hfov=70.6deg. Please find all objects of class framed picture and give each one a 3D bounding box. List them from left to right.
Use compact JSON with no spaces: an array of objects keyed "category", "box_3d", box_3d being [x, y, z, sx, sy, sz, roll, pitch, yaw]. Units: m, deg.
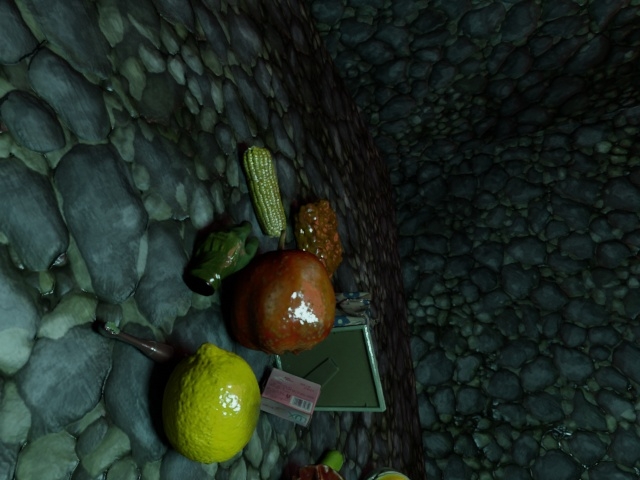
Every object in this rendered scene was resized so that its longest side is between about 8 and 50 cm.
[{"category":"framed picture","box_3d":[0.012,0.360,1.262,0.020,0.324,0.240,-14,91,-59]}]

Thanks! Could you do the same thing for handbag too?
[{"category":"handbag","box_3d":[0.110,0.311,1.740,0.251,0.193,0.190,-56,134,-63]}]

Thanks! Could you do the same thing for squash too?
[{"category":"squash","box_3d":[0.021,0.730,1.440,0.201,0.066,0.066,-3,82,-70]}]

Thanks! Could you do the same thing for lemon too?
[{"category":"lemon","box_3d":[-0.210,0.318,0.876,0.188,0.188,0.256,-36,129,-68]}]

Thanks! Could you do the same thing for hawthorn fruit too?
[{"category":"hawthorn fruit","box_3d":[-0.096,0.130,1.169,0.287,0.287,0.330,28,57,-65]}]

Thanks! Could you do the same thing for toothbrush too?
[{"category":"toothbrush","box_3d":[-0.301,0.231,0.904,0.364,0.041,0.040,51,33,-51]}]

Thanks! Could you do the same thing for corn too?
[{"category":"corn","box_3d":[-0.168,-0.147,1.397,0.101,0.101,0.291,-35,110,-69]}]

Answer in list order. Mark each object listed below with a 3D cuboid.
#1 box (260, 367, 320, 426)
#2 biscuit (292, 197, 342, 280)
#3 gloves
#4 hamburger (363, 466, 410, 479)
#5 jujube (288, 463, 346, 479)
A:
[{"category":"box","box_3d":[-0.084,0.420,1.222,0.111,0.156,0.060,-64,175,-57]},{"category":"biscuit","box_3d":[0.000,0.000,1.751,0.312,0.111,0.318,-38,115,-69]},{"category":"gloves","box_3d":[-0.233,0.025,1.104,0.268,0.135,0.107,-67,-178,-55]},{"category":"hamburger","box_3d":[0.259,1.012,1.703,0.151,0.227,0.295,171,-97,-87]},{"category":"jujube","box_3d":[0.001,0.776,1.201,0.216,0.216,0.342,-51,138,-65]}]
